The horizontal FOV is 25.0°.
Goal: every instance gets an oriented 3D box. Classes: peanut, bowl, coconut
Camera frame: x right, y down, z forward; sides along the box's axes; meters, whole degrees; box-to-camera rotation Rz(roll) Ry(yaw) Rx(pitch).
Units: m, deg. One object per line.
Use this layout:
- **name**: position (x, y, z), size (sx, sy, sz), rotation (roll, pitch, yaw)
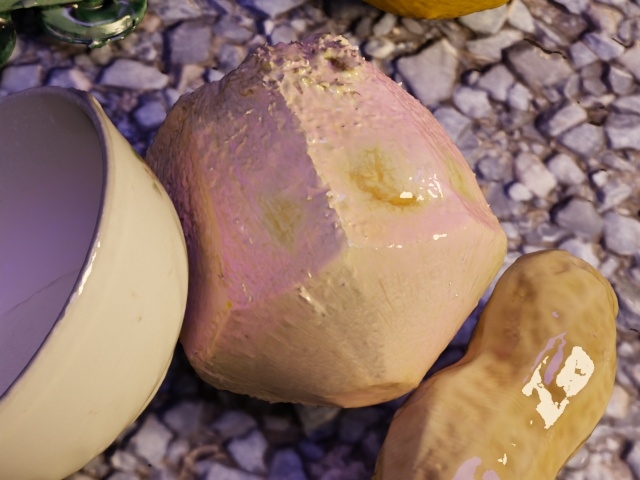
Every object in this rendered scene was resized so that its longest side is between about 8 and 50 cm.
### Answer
- **peanut**: position (0.124, 0.125, 1.000), size (0.130, 0.130, 0.290), rotation (31, 57, 10)
- **bowl**: position (-0.188, 0.051, 0.942), size (0.145, 0.277, 0.277), rotation (39, 47, -38)
- **coconut**: position (0.000, 0.000, 0.999), size (0.233, 0.233, 0.245), rotation (-15, 59, -18)

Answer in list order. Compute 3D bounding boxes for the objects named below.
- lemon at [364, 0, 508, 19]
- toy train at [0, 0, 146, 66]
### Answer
- **lemon**: position (0.094, -0.284, 1.203), size (0.260, 0.204, 0.204), rotation (-5, 60, -10)
- **toy train**: position (-0.262, -0.260, 1.159), size (0.299, 0.167, 0.238), rotation (-17, 53, -21)
